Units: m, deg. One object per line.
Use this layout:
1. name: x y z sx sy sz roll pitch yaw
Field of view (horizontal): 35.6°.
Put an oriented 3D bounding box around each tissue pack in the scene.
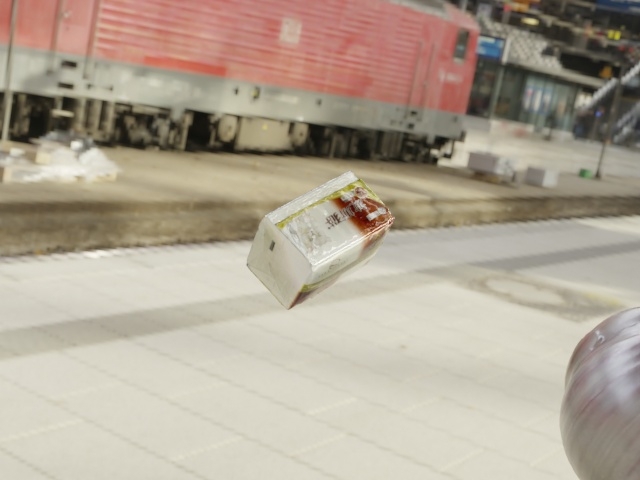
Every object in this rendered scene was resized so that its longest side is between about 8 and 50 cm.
1. tissue pack: 0.000 0.001 1.230 0.149 0.106 0.099 -30 68 -36

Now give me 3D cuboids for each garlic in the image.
1. garlic: 0.311 0.156 0.744 0.257 0.207 0.207 -2 7 13
